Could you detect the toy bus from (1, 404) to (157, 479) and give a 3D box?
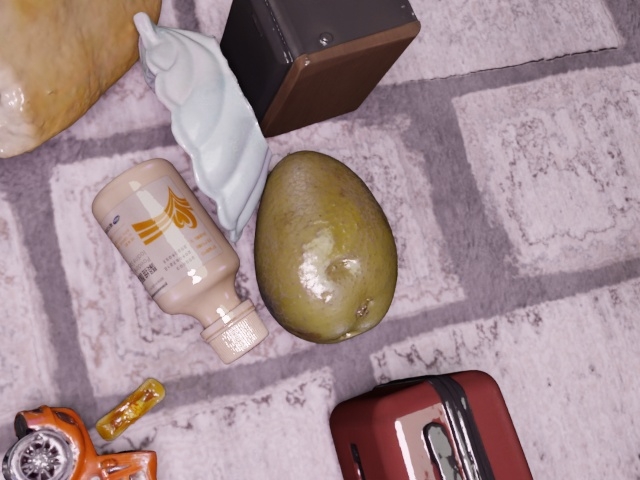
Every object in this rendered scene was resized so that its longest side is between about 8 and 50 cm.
[{"bbox_3d":[-0.230,0.327,0.782,0.153,0.143,0.329,-13,79,-30],"label":"toy bus"}]

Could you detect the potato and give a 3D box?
[{"bbox_3d":[0.000,0.000,0.927,0.174,0.159,0.251,4,64,-47],"label":"potato"}]

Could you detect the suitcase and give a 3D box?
[{"bbox_3d":[0.135,0.301,0.843,0.161,0.236,0.297,-13,79,-19],"label":"suitcase"}]

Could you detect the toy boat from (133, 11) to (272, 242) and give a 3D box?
[{"bbox_3d":[-0.130,-0.143,0.895,0.100,0.199,0.290,-27,81,-2],"label":"toy boat"}]

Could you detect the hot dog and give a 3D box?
[{"bbox_3d":[-0.220,0.197,0.871,0.090,0.034,0.030,-40,89,-21],"label":"hot dog"}]

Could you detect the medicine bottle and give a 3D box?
[{"bbox_3d":[-0.159,0.030,0.892,0.114,0.114,0.252,-36,89,-22],"label":"medicine bottle"}]

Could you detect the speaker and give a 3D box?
[{"bbox_3d":[-0.012,-0.253,0.947,0.193,0.231,0.153,-22,83,-21],"label":"speaker"}]

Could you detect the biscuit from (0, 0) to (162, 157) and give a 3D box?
[{"bbox_3d":[-0.324,-0.349,0.817,0.446,0.104,0.429,-54,130,-50],"label":"biscuit"}]
